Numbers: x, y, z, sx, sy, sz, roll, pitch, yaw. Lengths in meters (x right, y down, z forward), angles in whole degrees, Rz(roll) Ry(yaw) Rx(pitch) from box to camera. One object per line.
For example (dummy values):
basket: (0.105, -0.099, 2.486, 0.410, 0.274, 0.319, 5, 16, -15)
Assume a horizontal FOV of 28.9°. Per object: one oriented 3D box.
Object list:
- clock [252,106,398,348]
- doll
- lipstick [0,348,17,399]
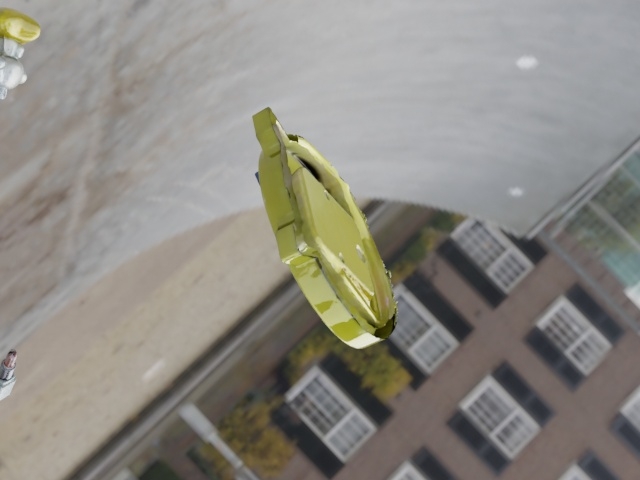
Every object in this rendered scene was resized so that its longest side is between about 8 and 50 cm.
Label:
clock: (-0.003, 0.003, 1.524, 0.071, 0.293, 0.277, -27, -137, 17)
doll: (-0.393, -0.235, 1.579, 0.135, 0.071, 0.113, 95, 0, -65)
lipstick: (-0.401, 0.168, 1.582, 0.025, 0.025, 0.107, -33, 166, -40)
